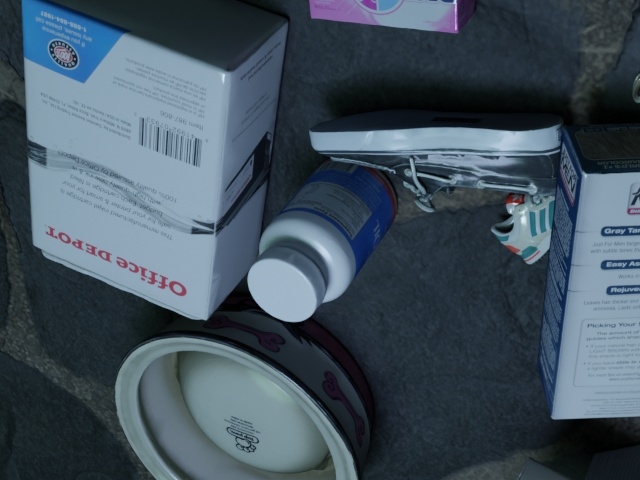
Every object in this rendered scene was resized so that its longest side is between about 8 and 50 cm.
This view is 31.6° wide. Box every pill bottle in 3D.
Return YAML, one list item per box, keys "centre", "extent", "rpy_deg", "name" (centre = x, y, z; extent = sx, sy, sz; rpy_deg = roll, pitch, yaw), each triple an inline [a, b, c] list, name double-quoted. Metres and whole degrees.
- centre: [0.000, 0.000, 1.391]
  extent: [0.124, 0.221, 0.124]
  rpy_deg: [16, 130, 20]
  name: "pill bottle"

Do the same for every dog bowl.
- centre: [-0.100, 0.260, 1.698]
  extent: [0.408, 0.150, 0.408]
  rpy_deg: [15, 130, 19]
  name: "dog bowl"

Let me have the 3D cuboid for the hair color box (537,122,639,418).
- centre: [0.348, 0.040, 1.261]
  extent: [0.174, 0.105, 0.347]
  rpy_deg: [-2, 127, 0]
  name: "hair color box"

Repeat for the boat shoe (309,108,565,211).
- centre: [0.133, -0.094, 1.319]
  extent: [0.306, 0.113, 0.105]
  rpy_deg: [2, 110, 18]
  name: "boat shoe"

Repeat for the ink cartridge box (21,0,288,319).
- centre: [-0.219, -0.128, 1.461]
  extent: [0.285, 0.166, 0.395]
  rpy_deg: [23, 131, 15]
  name: "ink cartridge box"

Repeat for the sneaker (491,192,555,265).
- centre: [0.259, -0.039, 1.323]
  extent: [0.075, 0.057, 0.161]
  rpy_deg: [32, 137, -2]
  name: "sneaker"

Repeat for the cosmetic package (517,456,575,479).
- centre: [0.352, 0.412, 1.363]
  extent: [0.309, 0.113, 0.160]
  rpy_deg: [28, 133, 11]
  name: "cosmetic package"

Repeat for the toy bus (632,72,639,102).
- centre: [0.415, -0.148, 1.098]
  extent: [0.104, 0.202, 0.191]
  rpy_deg: [22, 127, -15]
  name: "toy bus"

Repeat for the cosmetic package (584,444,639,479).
- centre: [0.447, 0.361, 1.450]
  extent: [0.183, 0.151, 0.151]
  rpy_deg: [-23, 110, 40]
  name: "cosmetic package"

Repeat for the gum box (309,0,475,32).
- centre: [0.071, -0.296, 1.235]
  extent: [0.188, 0.062, 0.107]
  rpy_deg: [10, 128, 23]
  name: "gum box"
